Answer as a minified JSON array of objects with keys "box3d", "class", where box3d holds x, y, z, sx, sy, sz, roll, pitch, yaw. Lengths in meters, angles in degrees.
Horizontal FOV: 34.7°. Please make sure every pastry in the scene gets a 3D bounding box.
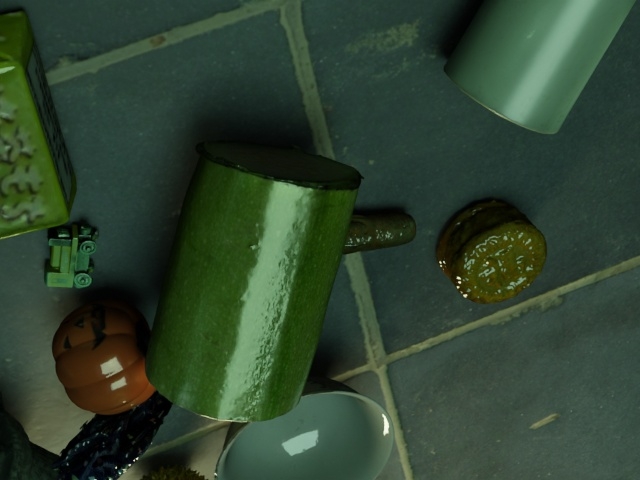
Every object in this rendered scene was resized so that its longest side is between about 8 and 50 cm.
[{"box3d":[0.309,0.024,1.852,0.188,0.103,0.189,-10,128,-13],"class":"pastry"}]

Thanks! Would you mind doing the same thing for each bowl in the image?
[{"box3d":[-0.046,0.360,1.926,0.345,0.157,0.345,-11,129,-14],"class":"bowl"}]

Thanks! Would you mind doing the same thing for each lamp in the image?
[{"box3d":[-0.353,0.192,1.662,0.164,0.188,0.188,-23,130,8],"class":"lamp"}]

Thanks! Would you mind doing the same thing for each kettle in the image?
[{"box3d":[0.371,-0.338,1.548,0.265,0.205,0.318,15,115,-27],"class":"kettle"}]

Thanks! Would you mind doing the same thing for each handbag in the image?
[{"box3d":[-0.350,0.334,1.746,0.162,0.260,0.113,-40,96,20],"class":"handbag"}]

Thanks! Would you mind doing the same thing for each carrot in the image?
[{"box3d":[0.000,0.000,1.740,0.342,0.070,0.070,-9,128,-13],"class":"carrot"}]

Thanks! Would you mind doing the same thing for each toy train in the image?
[{"box3d":[-0.393,0.024,1.614,0.081,0.050,0.122,3,125,-15],"class":"toy train"}]

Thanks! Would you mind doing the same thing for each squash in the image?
[{"box3d":[-0.107,0.047,1.567,0.263,0.263,0.384,7,108,-26],"class":"squash"}]

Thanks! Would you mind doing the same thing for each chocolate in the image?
[{"box3d":[-0.501,-0.128,1.397,0.288,0.137,0.301,-16,129,-10],"class":"chocolate"}]

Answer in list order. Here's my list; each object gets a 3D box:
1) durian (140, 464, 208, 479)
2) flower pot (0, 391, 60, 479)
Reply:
[{"box3d":[-0.266,0.514,1.967,0.193,0.138,0.237,-38,126,4],"class":"durian"},{"box3d":[-0.574,0.397,1.688,0.299,0.299,0.283,-35,140,6],"class":"flower pot"}]
